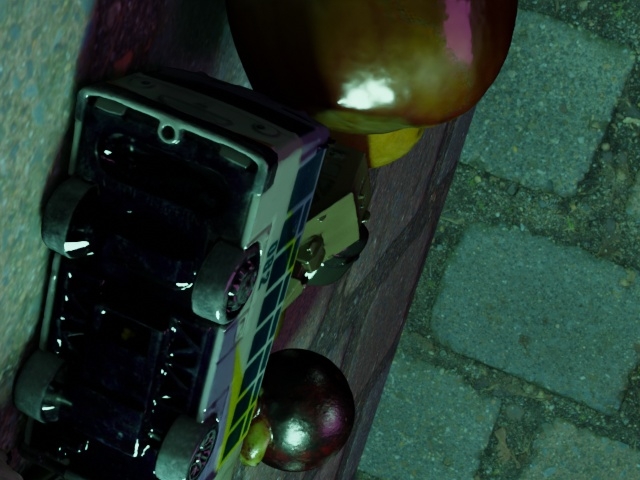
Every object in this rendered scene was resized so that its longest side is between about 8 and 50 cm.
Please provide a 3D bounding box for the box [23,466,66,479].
[{"bbox_3d":[-0.279,0.308,1.269,0.345,0.134,0.097,-45,150,-62],"label":"box"}]

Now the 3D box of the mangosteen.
[{"bbox_3d":[-0.069,0.305,2.028,0.265,0.228,0.228,-3,124,-30],"label":"mangosteen"}]

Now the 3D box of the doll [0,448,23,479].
[{"bbox_3d":[-0.340,0.269,1.040,0.149,0.095,0.192,96,17,-69],"label":"doll"}]

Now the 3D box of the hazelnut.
[{"bbox_3d":[0.052,-0.283,1.227,0.366,0.365,0.366,22,90,-77],"label":"hazelnut"}]

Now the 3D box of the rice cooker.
[{"bbox_3d":[0.000,0.000,1.898,0.118,0.142,0.203,-60,168,23],"label":"rice cooker"}]

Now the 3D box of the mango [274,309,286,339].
[{"bbox_3d":[-0.092,0.095,1.820,0.103,0.076,0.161,-37,144,-58],"label":"mango"}]

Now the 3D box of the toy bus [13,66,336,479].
[{"bbox_3d":[-0.148,0.043,1.183,0.249,0.209,0.440,-45,154,-59],"label":"toy bus"}]

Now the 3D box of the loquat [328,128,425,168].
[{"bbox_3d":[0.054,-0.192,1.646,0.234,0.187,0.176,33,82,-50],"label":"loquat"}]

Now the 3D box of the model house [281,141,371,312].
[{"bbox_3d":[-0.045,-0.007,1.590,0.181,0.176,0.248,79,30,-68],"label":"model house"}]

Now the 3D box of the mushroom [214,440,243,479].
[{"bbox_3d":[-0.183,0.300,1.654,0.154,0.137,0.407,-33,142,-49],"label":"mushroom"}]
